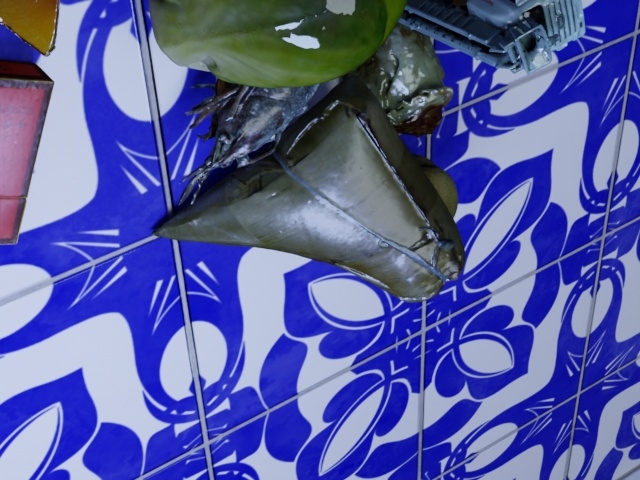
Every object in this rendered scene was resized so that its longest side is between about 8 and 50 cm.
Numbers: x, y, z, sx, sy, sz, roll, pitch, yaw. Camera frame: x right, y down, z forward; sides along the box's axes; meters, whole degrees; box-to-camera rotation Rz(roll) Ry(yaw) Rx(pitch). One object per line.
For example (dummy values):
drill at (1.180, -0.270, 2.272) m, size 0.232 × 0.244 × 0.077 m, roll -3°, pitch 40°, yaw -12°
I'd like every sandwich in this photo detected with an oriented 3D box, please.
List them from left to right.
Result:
sandwich at (-0.352, -0.332, 1.312) m, size 0.162 × 0.058 × 0.193 m, roll -51°, pitch 137°, yaw 2°

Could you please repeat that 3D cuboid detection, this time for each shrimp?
shrimp at (-0.082, -0.194, 1.592) m, size 0.372 × 0.137 × 0.172 m, roll -47°, pitch 143°, yaw -2°

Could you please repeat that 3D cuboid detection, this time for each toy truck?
toy truck at (0.229, -0.343, 1.587) m, size 0.184 × 0.338 × 0.133 m, roll -38°, pitch 138°, yaw -11°

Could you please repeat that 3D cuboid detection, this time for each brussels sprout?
brussels sprout at (-0.044, -0.339, 1.400) m, size 0.354 × 0.281 × 0.289 m, roll -23°, pitch 121°, yaw 8°

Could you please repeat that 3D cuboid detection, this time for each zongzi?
zongzi at (0.000, 0.000, 1.708) m, size 0.393 × 0.174 × 0.356 m, roll -35°, pitch 109°, yaw 8°

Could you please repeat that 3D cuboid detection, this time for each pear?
pear at (0.147, -0.069, 1.863) m, size 0.167 × 0.167 × 0.136 m, roll -41°, pitch 129°, yaw -8°

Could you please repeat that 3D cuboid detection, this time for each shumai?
shumai at (0.133, -0.249, 1.730) m, size 0.184 × 0.142 × 0.184 m, roll -25°, pitch 137°, yaw -26°

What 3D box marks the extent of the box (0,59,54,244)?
box at (-0.440, -0.109, 1.401) m, size 0.153 × 0.074 × 0.240 m, roll -4°, pitch 124°, yaw -43°
